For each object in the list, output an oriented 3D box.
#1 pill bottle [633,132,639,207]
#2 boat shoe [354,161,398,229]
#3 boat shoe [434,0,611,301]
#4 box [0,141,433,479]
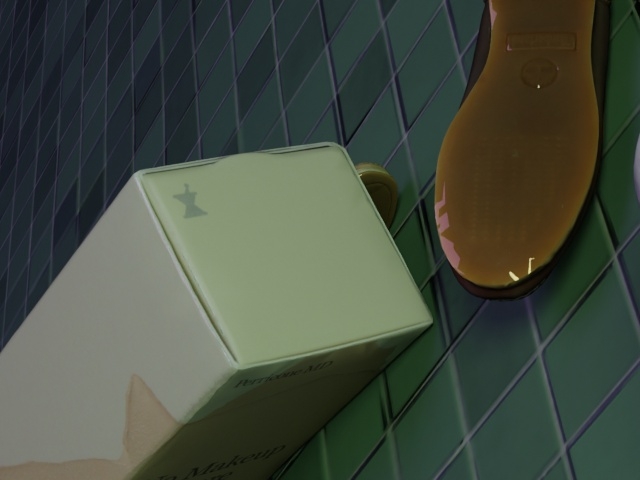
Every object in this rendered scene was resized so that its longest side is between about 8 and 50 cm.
[{"bbox_3d":[0.170,0.026,0.504,0.121,0.121,0.221,-59,23,24],"label":"pill bottle"},{"bbox_3d":[0.000,0.000,1.033,0.135,0.050,0.045,-55,31,32],"label":"boat shoe"},{"bbox_3d":[0.102,-0.061,0.833,0.073,0.073,0.207,69,-147,-62],"label":"boat shoe"},{"bbox_3d":[-0.090,0.084,0.998,0.311,0.148,0.121,-48,62,45],"label":"box"}]
